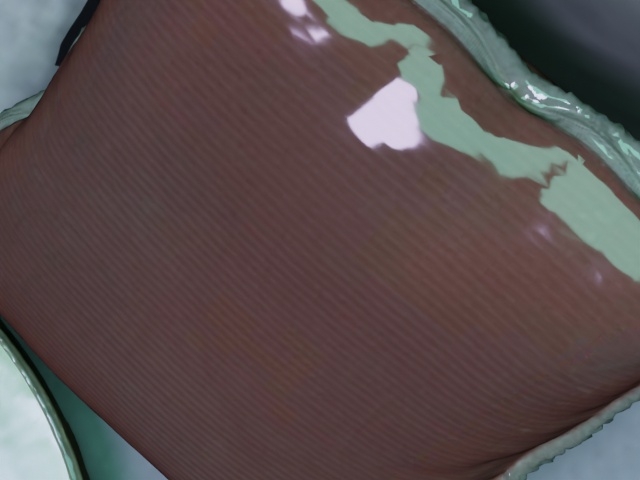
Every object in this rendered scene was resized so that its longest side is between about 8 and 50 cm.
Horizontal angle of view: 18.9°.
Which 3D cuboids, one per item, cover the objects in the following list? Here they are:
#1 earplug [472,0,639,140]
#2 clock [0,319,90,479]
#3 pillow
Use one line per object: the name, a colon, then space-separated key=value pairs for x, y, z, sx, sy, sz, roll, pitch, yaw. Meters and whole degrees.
earplug: x=0.132 y=-0.228 z=0.400 sx=0.312 sy=0.312 sz=0.394 roll=34 pitch=85 yaw=3
clock: x=-0.174 y=0.097 z=0.510 sx=0.235 sy=0.029 sz=0.235 roll=0 pitch=85 yaw=0
pillow: x=0.000 y=0.000 z=0.465 sx=0.171 sy=0.179 sz=0.075 roll=42 pitch=46 yaw=-2
